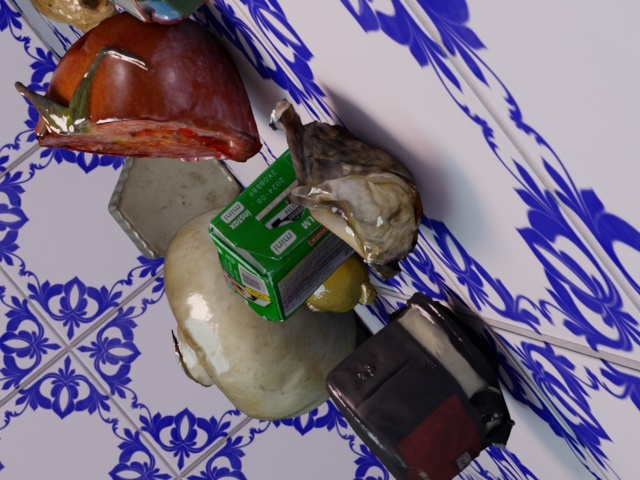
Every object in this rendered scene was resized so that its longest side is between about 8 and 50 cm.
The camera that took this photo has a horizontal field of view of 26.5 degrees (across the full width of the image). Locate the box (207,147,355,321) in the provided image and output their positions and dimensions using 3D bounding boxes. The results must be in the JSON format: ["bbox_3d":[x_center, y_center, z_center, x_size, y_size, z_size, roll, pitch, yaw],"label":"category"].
[{"bbox_3d":[-0.035,-0.007,1.625,0.103,0.180,0.250,44,170,12],"label":"box"}]

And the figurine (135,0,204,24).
[{"bbox_3d":[-0.213,-0.331,1.372,0.234,0.127,0.185,34,173,29],"label":"figurine"}]

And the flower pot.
[{"bbox_3d":[-0.271,-0.077,2.493,0.209,0.239,0.189,22,177,-11],"label":"flower pot"}]

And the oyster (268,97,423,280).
[{"bbox_3d":[0.034,-0.049,1.343,0.271,0.100,0.275,46,-176,41],"label":"oyster"}]

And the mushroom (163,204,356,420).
[{"bbox_3d":[-0.096,0.107,2.054,0.352,0.260,0.352,45,-149,-37],"label":"mushroom"}]

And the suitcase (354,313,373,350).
[{"bbox_3d":[-0.058,0.178,2.417,0.285,0.066,0.206,-30,104,37],"label":"suitcase"}]

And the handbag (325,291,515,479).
[{"bbox_3d":[0.129,0.187,1.597,0.181,0.181,0.254,45,173,30],"label":"handbag"}]

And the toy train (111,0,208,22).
[{"bbox_3d":[-0.249,-0.337,1.628,0.409,0.089,0.086,39,161,57],"label":"toy train"}]

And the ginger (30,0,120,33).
[{"bbox_3d":[-0.387,-0.383,2.009,0.348,0.122,0.363,30,173,46],"label":"ginger"}]

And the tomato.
[{"bbox_3d":[-0.197,-0.190,1.646,0.309,0.309,0.170,172,101,-81],"label":"tomato"}]

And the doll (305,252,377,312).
[{"bbox_3d":[0.000,0.000,1.878,0.137,0.097,0.209,-14,102,47],"label":"doll"}]
